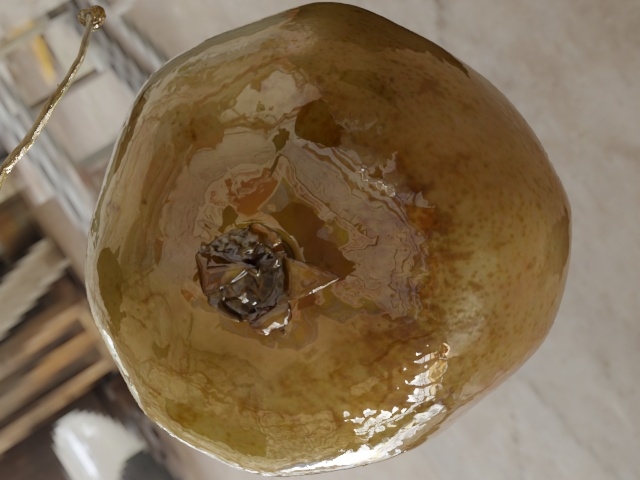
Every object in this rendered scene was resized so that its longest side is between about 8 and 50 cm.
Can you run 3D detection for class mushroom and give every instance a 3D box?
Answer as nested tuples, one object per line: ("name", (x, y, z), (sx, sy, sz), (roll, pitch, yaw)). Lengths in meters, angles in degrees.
("mushroom", (-0.275, -0.102, 1.709), (0.026, 0.286, 0.028), (29, -160, -9))

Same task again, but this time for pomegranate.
("pomegranate", (0.000, 0.000, 1.110), (0.319, 0.319, 0.319), (52, 165, 20))
